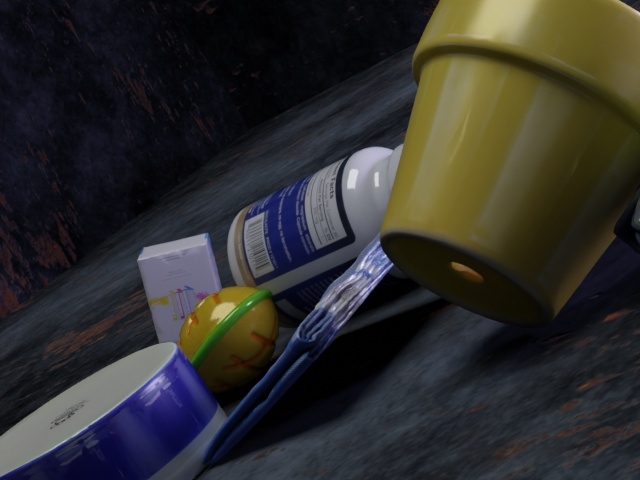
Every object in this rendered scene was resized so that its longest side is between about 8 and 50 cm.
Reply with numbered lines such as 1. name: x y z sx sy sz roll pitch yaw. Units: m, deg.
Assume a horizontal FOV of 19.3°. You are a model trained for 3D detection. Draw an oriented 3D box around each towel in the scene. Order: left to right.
1. towel: -0.004 0.086 1.843 0.209 0.034 0.285 -50 -1 40

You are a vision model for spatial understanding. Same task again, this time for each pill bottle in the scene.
1. pill bottle: 0.038 -0.012 2.075 0.265 0.153 0.153 -24 12 36

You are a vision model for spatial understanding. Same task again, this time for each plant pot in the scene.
1. plant pot: 0.171 -0.067 1.613 0.239 0.254 0.254 -62 18 -15

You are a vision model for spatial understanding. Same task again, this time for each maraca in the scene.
1. maraca: -0.109 0.121 2.046 0.127 0.099 0.185 -30 -21 -49

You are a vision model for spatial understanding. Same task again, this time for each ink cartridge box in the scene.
1. ink cartridge box: -0.168 0.075 2.371 0.090 0.143 0.092 -14 10 0

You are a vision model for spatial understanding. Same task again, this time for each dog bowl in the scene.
1. dog bowl: -0.226 0.214 1.883 0.265 0.104 0.265 -31 9 5

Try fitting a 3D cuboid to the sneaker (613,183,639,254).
1. sneaker: 0.308 -0.017 1.429 0.121 0.111 0.300 -42 4 -1
